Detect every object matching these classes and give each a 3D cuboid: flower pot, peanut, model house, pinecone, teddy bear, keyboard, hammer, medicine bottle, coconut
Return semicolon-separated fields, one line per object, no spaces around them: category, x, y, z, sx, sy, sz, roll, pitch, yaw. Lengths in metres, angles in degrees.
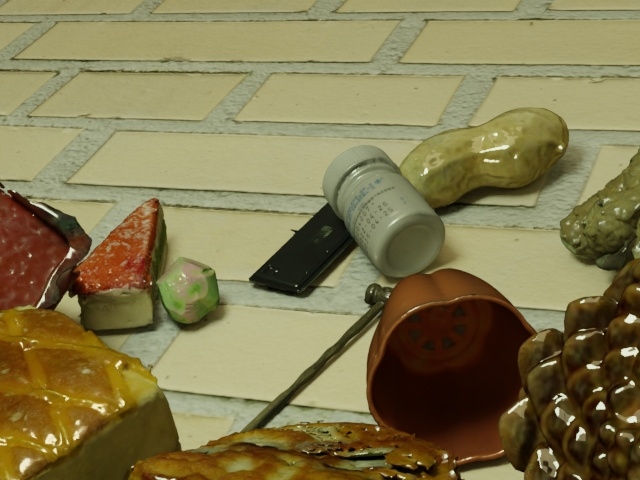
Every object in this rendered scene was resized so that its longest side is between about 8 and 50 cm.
flower pot;0.136;0.115;1.362;0.190;0.191;0.173;-10;18;2
peanut;0.216;-0.112;1.767;0.263;0.101;0.117;-15;11;-7
model house;-0.394;0.061;1.537;0.196;0.160;0.254;-58;6;-24
pinecone;0.354;0.187;1.051;0.384;0.384;0.384;-8;31;5
teddy bear;0.426;-0.019;1.498;0.267;0.156;0.256;-10;32;-1
keyboard;0.000;0.000;1.726;0.093;0.025;0.230;13;38;31
hammer;0.004;0.139;1.500;0.058;0.029;0.292;13;40;38
medicine bottle;0.080;-0.037;1.664;0.105;0.105;0.168;-19;42;-14
coconut;-0.163;0.064;1.621;0.081;0.083;0.082;25;52;16

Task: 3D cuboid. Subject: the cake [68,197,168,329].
cake;-0.264;0.035;1.693;0.116;0.086;0.220;-8;32;1

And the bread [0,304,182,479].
bread;-0.307;0.228;1.271;0.279;0.207;0.279;-31;35;-32

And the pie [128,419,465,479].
pie;-0.012;0.227;1.187;0.308;0.086;0.308;-1;4;0
